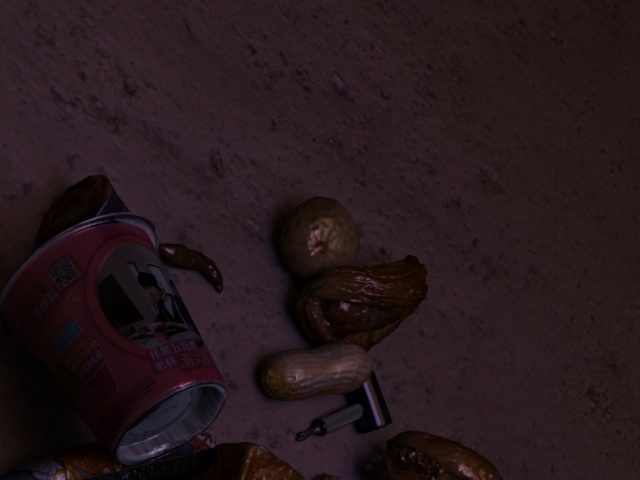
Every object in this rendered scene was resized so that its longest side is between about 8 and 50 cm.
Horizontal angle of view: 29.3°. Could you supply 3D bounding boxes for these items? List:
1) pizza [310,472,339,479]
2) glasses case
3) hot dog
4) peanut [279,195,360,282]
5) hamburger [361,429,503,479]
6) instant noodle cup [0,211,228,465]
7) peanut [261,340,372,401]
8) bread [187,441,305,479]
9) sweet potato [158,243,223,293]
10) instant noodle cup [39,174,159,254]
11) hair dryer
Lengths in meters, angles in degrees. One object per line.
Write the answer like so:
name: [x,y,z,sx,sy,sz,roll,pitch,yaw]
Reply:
pizza: [-0.012,0.430,1.875,0.201,0.053,0.193,40,48,-30]
glasses case: [-0.271,0.299,1.591,0.321,0.122,0.082,-3,77,-49]
hot dog: [0.077,0.108,2.035,0.259,0.175,0.114,-10,57,-47]
peanut: [0.000,0.000,2.030,0.141,0.109,0.159,57,40,-9]
hamburger: [0.181,0.429,1.968,0.260,0.245,0.211,22,59,5]
instant noodle cup: [-0.248,0.134,1.536,0.244,0.244,0.255,-4,50,-49]
peanut: [-0.002,0.206,1.940,0.206,0.087,0.087,-4,76,-37]
bread: [-0.114,0.372,1.721,0.158,0.143,0.149,45,52,-26]
sweet potato: [-0.196,0.033,1.857,0.153,0.038,0.041,34,72,-44]
instant noodle cup: [-0.300,-0.002,1.704,0.136,0.127,0.127,49,43,-34]
hair dryer: [0.031,0.283,1.994,0.197,0.057,0.101,-19,87,-44]
